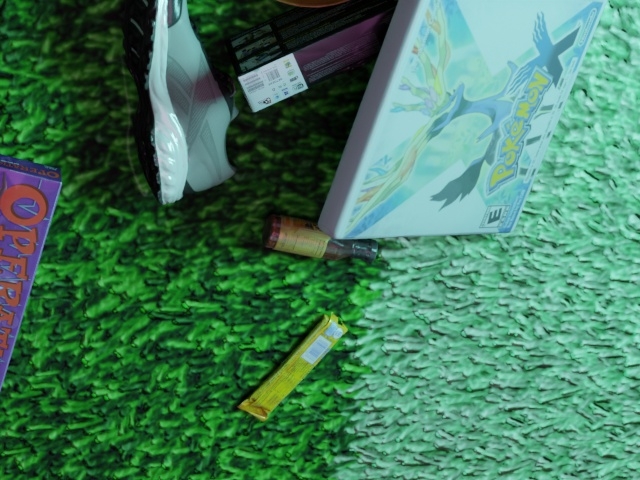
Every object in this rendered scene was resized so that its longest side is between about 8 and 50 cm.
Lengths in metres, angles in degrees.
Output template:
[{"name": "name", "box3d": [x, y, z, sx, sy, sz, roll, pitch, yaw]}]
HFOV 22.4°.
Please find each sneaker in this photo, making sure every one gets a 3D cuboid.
[{"name": "sneaker", "box3d": [-0.143, -0.172, 1.683, 0.108, 0.100, 0.272, -13, 121, -16]}]

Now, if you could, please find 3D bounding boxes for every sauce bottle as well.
[{"name": "sauce bottle", "box3d": [0.000, 0.000, 1.810, 0.128, 0.042, 0.042, 11, 112, -17]}]

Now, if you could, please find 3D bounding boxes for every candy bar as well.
[{"name": "candy bar", "box3d": [-0.030, 0.148, 1.884, 0.040, 0.018, 0.161, 36, 103, -26]}]

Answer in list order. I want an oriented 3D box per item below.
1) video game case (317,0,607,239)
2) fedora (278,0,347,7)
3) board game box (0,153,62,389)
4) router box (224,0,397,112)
[{"name": "video game case", "box3d": [0.160, -0.154, 1.687, 0.300, 0.036, 0.329, -2, 120, -46]}, {"name": "fedora", "box3d": [-0.011, -0.323, 1.614, 0.194, 0.079, 0.194, 0, 99, 1]}, {"name": "board game box", "box3d": [-0.426, 0.058, 1.757, 0.208, 0.056, 0.347, 12, 111, -20]}, {"name": "router box", "box3d": [-0.005, -0.206, 1.663, 0.178, 0.133, 0.046, -24, 116, 1]}]
